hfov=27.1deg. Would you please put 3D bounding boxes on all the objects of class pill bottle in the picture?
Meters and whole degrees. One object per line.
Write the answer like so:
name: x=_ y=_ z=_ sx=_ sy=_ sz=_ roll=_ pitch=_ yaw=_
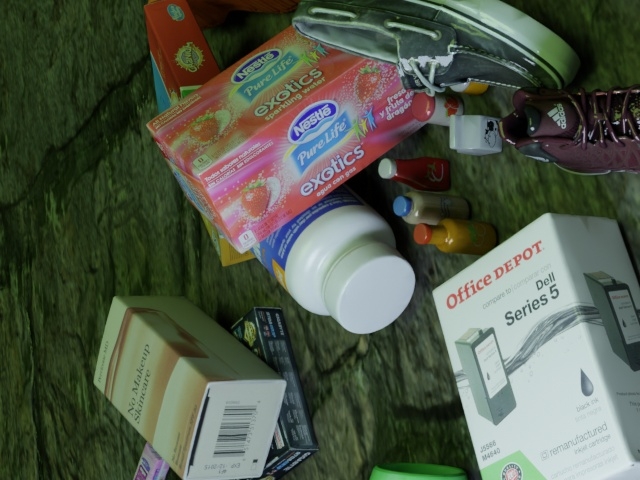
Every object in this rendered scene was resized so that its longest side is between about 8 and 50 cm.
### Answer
pill bottle: x=0.000 y=0.000 z=1.685 sx=0.272 sy=0.152 sz=0.152 roll=46 pitch=122 yaw=46

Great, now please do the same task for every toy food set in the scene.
toy food set: x=0.136 y=-0.099 z=1.556 sx=0.111 sy=0.105 sz=0.232 roll=-5 pitch=82 yaw=53

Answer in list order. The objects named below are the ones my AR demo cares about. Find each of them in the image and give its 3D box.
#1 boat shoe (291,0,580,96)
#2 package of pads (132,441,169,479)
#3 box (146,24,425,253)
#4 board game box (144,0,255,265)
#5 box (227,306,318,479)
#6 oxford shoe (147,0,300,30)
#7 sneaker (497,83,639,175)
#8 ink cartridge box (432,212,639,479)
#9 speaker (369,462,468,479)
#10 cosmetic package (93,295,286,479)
boat shoe: x=0.122 y=-0.218 z=1.494 sx=0.335 sy=0.121 sz=0.119 roll=24 pitch=78 yaw=24
package of pads: x=-0.267 y=0.364 z=2.096 sx=0.050 sy=0.032 sz=0.083 roll=47 pitch=122 yaw=48
box: x=-0.037 y=-0.147 z=1.628 sx=0.300 sy=0.142 sz=0.154 roll=-35 pitch=42 yaw=-10
board game box: x=-0.167 y=-0.157 z=1.906 sx=0.242 sy=0.064 sz=0.316 roll=90 pitch=159 yaw=-52
box: x=-0.095 y=0.228 z=1.868 sx=0.175 sy=0.051 sz=0.220 roll=-43 pitch=53 yaw=42
oxford shoe: x=-0.115 y=-0.403 z=1.912 sx=0.364 sy=0.130 sz=0.132 roll=-2 pitch=67 yaw=44
sneaker: x=0.289 y=-0.111 z=1.309 sx=0.281 sy=0.163 sz=0.106 roll=-8 pitch=80 yaw=53
ink cartridge box: x=0.245 y=0.134 z=1.378 sx=0.198 sy=0.115 sz=0.272 roll=-39 pitch=56 yaw=44
speaker: x=0.107 y=0.409 z=1.519 sx=0.131 sy=0.131 sz=0.296 roll=-1 pitch=86 yaw=53
cosmetic package: x=-0.188 y=0.198 z=1.845 sx=0.296 sy=0.129 sz=0.153 roll=31 pitch=112 yaw=52
